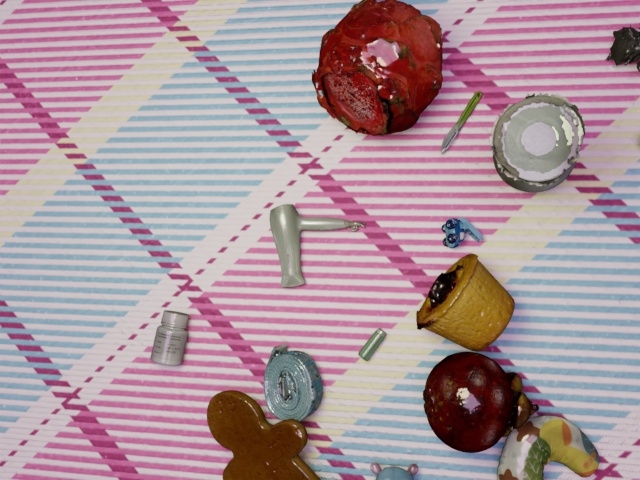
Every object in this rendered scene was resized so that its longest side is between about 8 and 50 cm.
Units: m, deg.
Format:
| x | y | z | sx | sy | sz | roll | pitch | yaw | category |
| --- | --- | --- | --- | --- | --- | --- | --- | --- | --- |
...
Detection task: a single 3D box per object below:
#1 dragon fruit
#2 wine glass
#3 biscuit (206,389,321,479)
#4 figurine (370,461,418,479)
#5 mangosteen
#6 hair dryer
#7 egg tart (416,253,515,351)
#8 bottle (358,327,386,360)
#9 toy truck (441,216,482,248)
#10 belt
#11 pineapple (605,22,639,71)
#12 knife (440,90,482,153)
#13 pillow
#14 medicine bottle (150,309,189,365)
| x | y | z | sx | sy | sz | roll | pitch | yaw | category |
| --- | --- | --- | --- | --- | --- | --- | --- | --- | --- |
| 0.138 | -0.402 | 1.384 | 0.295 | 0.295 | 0.301 | 29 | 87 | 11 | dragon fruit |
| 0.461 | -0.196 | 1.279 | 0.190 | 0.357 | 0.190 | 2 | 95 | 17 | wine glass |
| -0.112 | 0.535 | 1.428 | 0.432 | 0.064 | 0.283 | 49 | 113 | 11 | biscuit |
| 0.188 | 0.647 | 1.364 | 0.205 | 0.103 | 0.260 | 2 | 84 | 10 | figurine |
| 0.357 | 0.355 | 1.321 | 0.257 | 0.215 | 0.215 | 2 | 85 | -11 | mangosteen |
| 0.000 | 0.000 | 1.490 | 0.237 | 0.075 | 0.206 | -10 | 90 | 1 | hair dryer |
| 0.326 | 0.145 | 1.344 | 0.171 | 0.215 | 0.215 | 36 | 92 | 0 | egg tart |
| 0.127 | 0.252 | 1.450 | 0.030 | 0.030 | 0.083 | 37 | 91 | 11 | bottle |
| 0.340 | -0.017 | 1.430 | 0.090 | 0.056 | 0.073 | 0 | 78 | -3 | toy truck |
| -0.064 | 0.352 | 1.447 | 0.148 | 0.082 | 0.163 | 21 | 98 | 20 | belt |
| 0.802 | -0.461 | 1.353 | 0.279 | 0.158 | 0.158 | 3 | 85 | 22 | pineapple |
| 0.344 | -0.290 | 1.469 | 0.022 | 0.026 | 0.184 | 34 | 89 | -28 | knife |
| 0.508 | 0.510 | 1.340 | 0.214 | 0.086 | 0.233 | 24 | 86 | 1 | pillow |
| -0.379 | 0.247 | 1.513 | 0.080 | 0.080 | 0.130 | 10 | 86 | 11 | medicine bottle |
